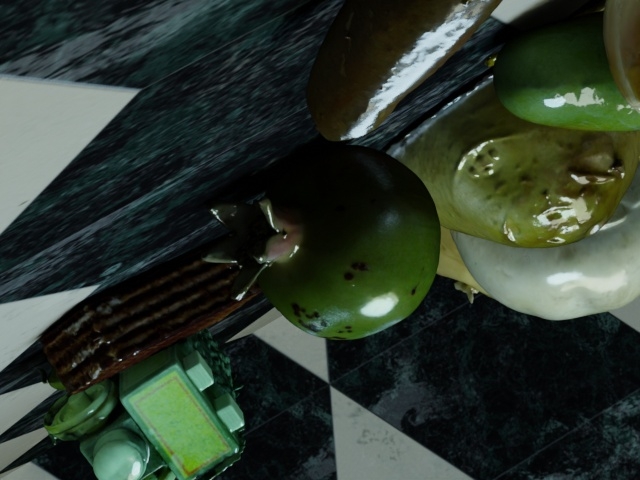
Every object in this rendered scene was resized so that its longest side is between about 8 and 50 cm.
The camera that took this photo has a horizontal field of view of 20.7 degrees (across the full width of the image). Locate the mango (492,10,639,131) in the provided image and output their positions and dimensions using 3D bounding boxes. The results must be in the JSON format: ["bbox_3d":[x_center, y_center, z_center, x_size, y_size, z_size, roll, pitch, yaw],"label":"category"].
[{"bbox_3d":[0.254,-0.151,1.622,0.251,0.114,0.156,-16,-153,-38],"label":"mango"}]

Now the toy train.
[{"bbox_3d":[-0.190,0.176,1.919,0.188,0.159,0.272,-32,-161,6],"label":"toy train"}]

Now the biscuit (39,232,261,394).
[{"bbox_3d":[-0.160,0.069,1.780,0.252,0.070,0.106,-27,175,-45],"label":"biscuit"}]

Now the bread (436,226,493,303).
[{"bbox_3d":[0.365,-0.064,2.544,0.361,0.250,0.394,-30,174,-21],"label":"bread"}]

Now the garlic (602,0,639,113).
[{"bbox_3d":[0.344,-0.209,1.487,0.245,0.164,0.145,-37,157,7],"label":"garlic"}]

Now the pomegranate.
[{"bbox_3d":[0.000,0.000,1.576,0.224,0.181,0.181,8,147,-46],"label":"pomegranate"}]

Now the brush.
[{"bbox_3d":[0.241,-0.212,1.712,0.218,0.010,0.082,-27,174,-29],"label":"brush"}]

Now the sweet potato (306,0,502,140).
[{"bbox_3d":[0.069,-0.149,0.992,0.077,0.077,0.244,-25,164,-50],"label":"sweet potato"}]

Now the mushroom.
[{"bbox_3d":[0.304,-0.084,2.129,0.314,0.314,0.336,-29,143,-22],"label":"mushroom"}]

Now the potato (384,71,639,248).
[{"bbox_3d":[0.217,-0.079,1.874,0.246,0.196,0.299,-28,176,-20],"label":"potato"}]
